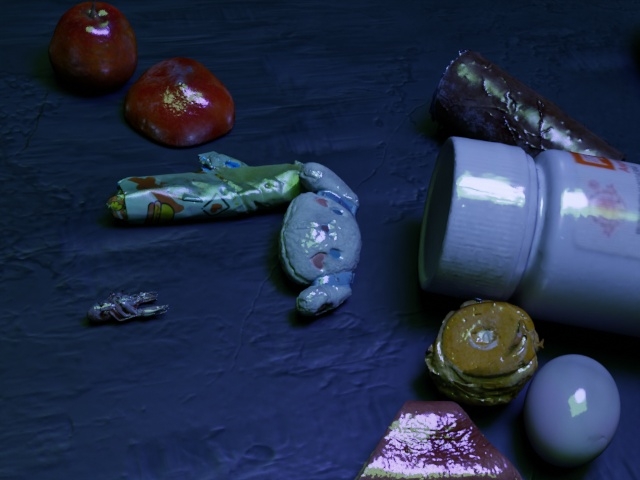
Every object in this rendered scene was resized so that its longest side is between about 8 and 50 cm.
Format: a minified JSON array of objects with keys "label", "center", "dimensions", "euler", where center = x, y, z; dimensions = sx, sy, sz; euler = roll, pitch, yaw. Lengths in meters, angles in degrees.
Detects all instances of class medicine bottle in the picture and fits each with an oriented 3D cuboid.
[{"label":"medicine bottle","center":[0.318,0.000,1.173],"dimensions":[0.372,0.211,0.211],"euler":[11,47,-3]}]

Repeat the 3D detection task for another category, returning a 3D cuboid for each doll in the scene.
[{"label":"doll","center":[0.000,0.000,1.191],"dimensions":[0.104,0.071,0.214],"euler":[16,57,-20]}]

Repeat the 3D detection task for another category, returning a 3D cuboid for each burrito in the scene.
[{"label":"burrito","center":[-0.134,-0.075,1.248],"dimensions":[0.288,0.054,0.104],"euler":[-6,48,-16]}]

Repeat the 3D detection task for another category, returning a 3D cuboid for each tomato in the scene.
[{"label":"tomato","center":[-0.195,-0.202,1.335],"dimensions":[0.156,0.069,0.155],"euler":[6,48,-6]}]

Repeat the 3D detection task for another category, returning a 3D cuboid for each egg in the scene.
[{"label":"egg","center":[0.277,0.187,1.066],"dimensions":[0.103,0.103,0.135],"euler":[22,49,7]}]

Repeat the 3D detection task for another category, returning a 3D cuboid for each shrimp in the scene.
[{"label":"shrimp","center":[-0.222,0.074,1.109],"dimensions":[0.092,0.029,0.038],"euler":[-1,40,-21]}]

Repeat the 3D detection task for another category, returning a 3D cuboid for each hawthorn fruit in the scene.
[{"label":"hawthorn fruit","center":[-0.319,-0.276,1.343],"dimensions":[0.125,0.140,0.125],"euler":[-18,40,16]}]

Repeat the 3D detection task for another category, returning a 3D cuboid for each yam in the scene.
[{"label":"yam","center":[0.289,-0.148,1.363],"dimensions":[0.280,0.131,0.131],"euler":[39,51,19]}]

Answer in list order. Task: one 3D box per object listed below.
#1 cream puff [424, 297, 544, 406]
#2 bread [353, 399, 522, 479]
[{"label":"cream puff","center":[0.187,0.132,1.096],"dimensions":[0.133,0.104,0.119],"euler":[-41,53,-2]},{"label":"bread","center":[0.117,0.231,1.014],"dimensions":[0.193,0.067,0.119],"euler":[5,56,-7]}]
